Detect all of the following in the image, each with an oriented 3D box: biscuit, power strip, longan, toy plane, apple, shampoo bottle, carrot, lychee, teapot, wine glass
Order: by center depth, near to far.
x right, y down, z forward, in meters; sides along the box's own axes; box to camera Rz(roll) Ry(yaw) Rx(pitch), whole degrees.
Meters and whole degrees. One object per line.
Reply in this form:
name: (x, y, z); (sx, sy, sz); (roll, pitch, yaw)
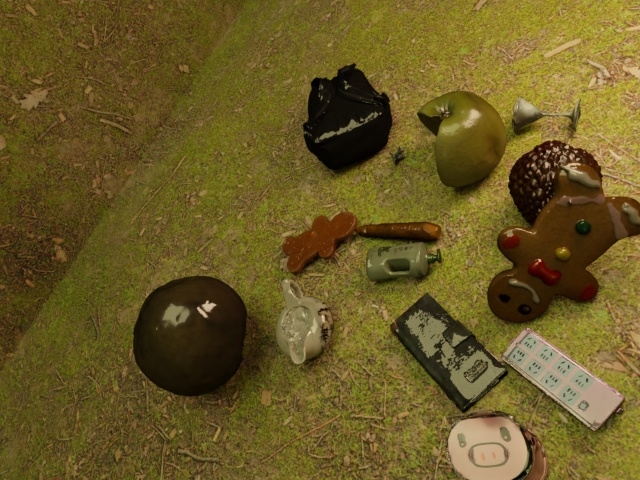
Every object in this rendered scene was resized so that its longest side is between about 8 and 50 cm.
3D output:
power strip: (0.579, 0.331, 1.089); (0.109, 0.037, 0.279); (-48, 48, -1)
biscuit: (0.589, 0.043, 1.121); (0.283, 0.064, 0.432); (36, 110, 3)
lychee: (0.632, -0.145, 1.216); (0.236, 0.236, 0.271); (-7, 70, 31)
wine glass: (0.708, -0.393, 1.403); (0.183, 0.122, 0.122); (12, 70, 31)
shampoo bottle: (0.268, 0.066, 1.424); (0.234, 0.087, 0.118); (-8, 57, 30)
apple: (0.460, -0.338, 1.427); (0.234, 0.258, 0.295); (-21, 53, 21)
teapot: (-0.067, 0.270, 1.484); (0.208, 0.166, 0.299); (-36, 58, 26)
carrot: (0.251, -0.035, 1.516); (0.314, 0.066, 0.066); (3, 65, 37)
longan: (-0.430, 0.322, 1.528); (0.436, 0.404, 0.403); (-8, 56, 57)
biscuit: (0.001, 0.001, 1.659); (0.324, 0.049, 0.205); (-35, 43, 18)
toy plane: (0.290, -0.318, 1.680); (0.079, 0.031, 0.083); (6, 67, 36)

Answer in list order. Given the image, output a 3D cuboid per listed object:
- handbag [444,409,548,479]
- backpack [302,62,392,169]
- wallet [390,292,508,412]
handbag: (0.411, 0.498, 1.046); (0.205, 0.116, 0.179); (-20, 52, 24)
backpack: (0.088, -0.522, 1.802); (0.364, 0.255, 0.445); (-24, 49, 12)
wallet: (0.347, 0.301, 1.257); (0.169, 0.044, 0.317); (-43, 49, 2)
